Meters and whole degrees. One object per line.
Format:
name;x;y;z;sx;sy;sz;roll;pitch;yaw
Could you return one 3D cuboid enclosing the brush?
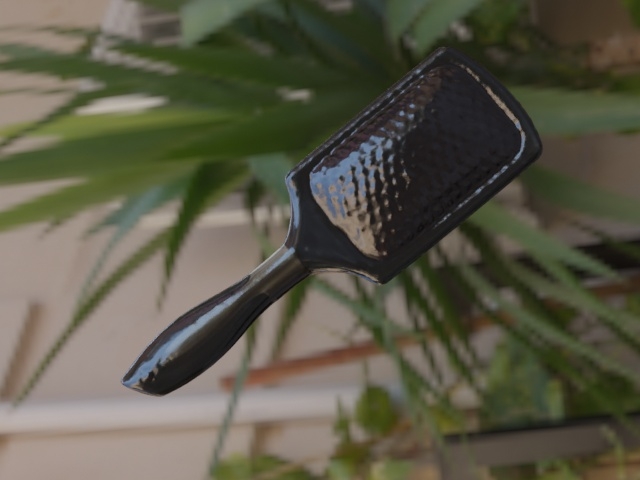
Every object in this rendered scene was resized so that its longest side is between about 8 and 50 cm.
brush;0.000;0.000;0.780;0.063;0.193;0.016;49;177;18
